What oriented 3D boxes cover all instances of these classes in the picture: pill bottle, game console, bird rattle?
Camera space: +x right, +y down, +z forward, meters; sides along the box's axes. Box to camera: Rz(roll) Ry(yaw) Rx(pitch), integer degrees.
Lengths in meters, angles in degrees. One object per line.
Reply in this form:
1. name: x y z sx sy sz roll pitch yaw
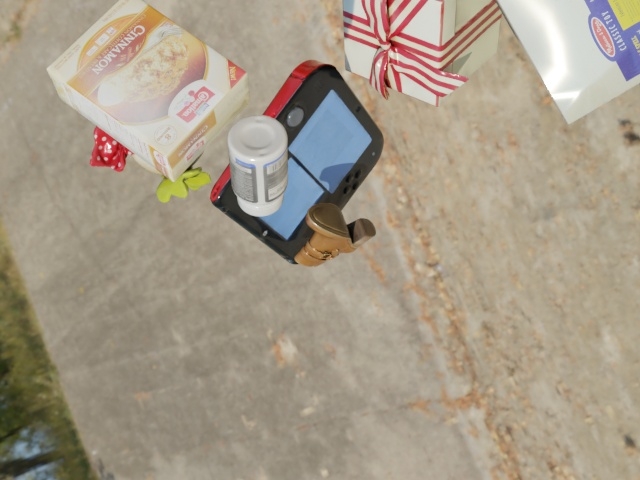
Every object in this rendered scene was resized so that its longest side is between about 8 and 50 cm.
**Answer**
1. pill bottle: -0.082 -0.096 1.162 0.137 0.078 0.078 94 152 -58
2. game console: -0.028 -0.144 1.732 0.060 0.342 0.386 30 174 30
3. bird rattle: -0.320 -0.198 1.716 0.253 0.207 0.143 34 -170 3

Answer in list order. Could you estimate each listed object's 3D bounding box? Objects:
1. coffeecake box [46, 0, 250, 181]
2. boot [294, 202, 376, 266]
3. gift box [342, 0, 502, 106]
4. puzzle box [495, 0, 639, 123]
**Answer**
1. coffeecake box: -0.199 -0.182 1.025 0.185 0.142 0.068 36 161 12
2. boot: 0.000 0.000 1.728 0.197 0.152 0.073 18 -130 -47
3. gift box: 0.199 -0.421 1.625 0.276 0.258 0.255 25 142 33
4. puzzle box: 0.376 -0.408 1.256 0.409 0.272 0.052 57 -169 -12
